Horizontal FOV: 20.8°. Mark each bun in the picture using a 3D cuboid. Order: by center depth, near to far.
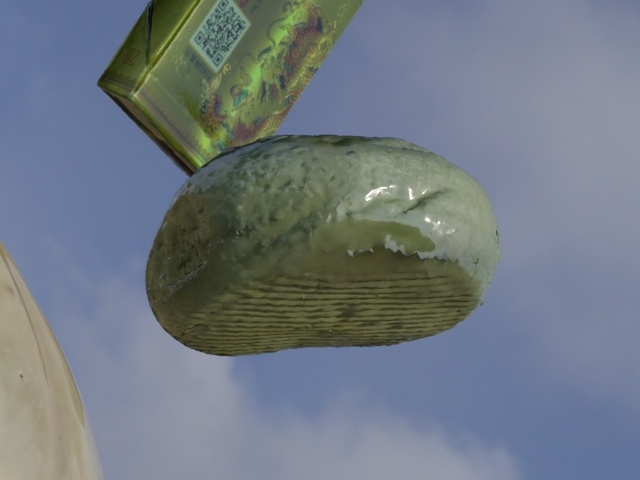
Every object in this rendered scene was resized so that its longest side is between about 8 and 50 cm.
[{"bbox_3d":[-0.003,0.000,1.086,0.221,0.221,0.108,122,-38,-64],"label":"bun"}]

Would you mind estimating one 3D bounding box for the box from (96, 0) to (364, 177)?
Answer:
[{"bbox_3d":[-0.035,-0.198,1.354,0.043,0.311,0.173,27,-11,33],"label":"box"}]

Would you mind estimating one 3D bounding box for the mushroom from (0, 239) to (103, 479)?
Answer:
[{"bbox_3d":[-0.176,0.058,0.497,0.246,0.202,0.246,35,-28,21],"label":"mushroom"}]
